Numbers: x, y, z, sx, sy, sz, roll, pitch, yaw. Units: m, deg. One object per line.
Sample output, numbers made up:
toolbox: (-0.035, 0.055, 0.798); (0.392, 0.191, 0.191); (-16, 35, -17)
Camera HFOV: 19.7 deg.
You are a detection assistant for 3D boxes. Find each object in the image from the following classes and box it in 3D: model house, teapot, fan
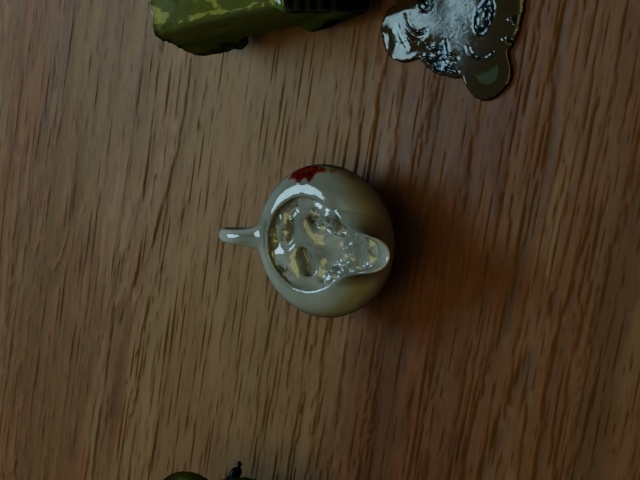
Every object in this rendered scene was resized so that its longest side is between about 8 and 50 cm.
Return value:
model house: (-0.051, -0.290, 1.739); (0.211, 0.170, 0.194); (-9, 83, 12)
teapot: (0.000, 0.000, 1.744); (0.226, 0.092, 0.145); (2, 95, 40)
fan: (0.132, -0.249, 1.653); (0.152, 0.008, 0.227); (27, 114, 34)

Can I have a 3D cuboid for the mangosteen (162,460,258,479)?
mangosteen: (-0.104, 0.339, 1.811); (0.243, 0.243, 0.243); (7, 101, 39)
